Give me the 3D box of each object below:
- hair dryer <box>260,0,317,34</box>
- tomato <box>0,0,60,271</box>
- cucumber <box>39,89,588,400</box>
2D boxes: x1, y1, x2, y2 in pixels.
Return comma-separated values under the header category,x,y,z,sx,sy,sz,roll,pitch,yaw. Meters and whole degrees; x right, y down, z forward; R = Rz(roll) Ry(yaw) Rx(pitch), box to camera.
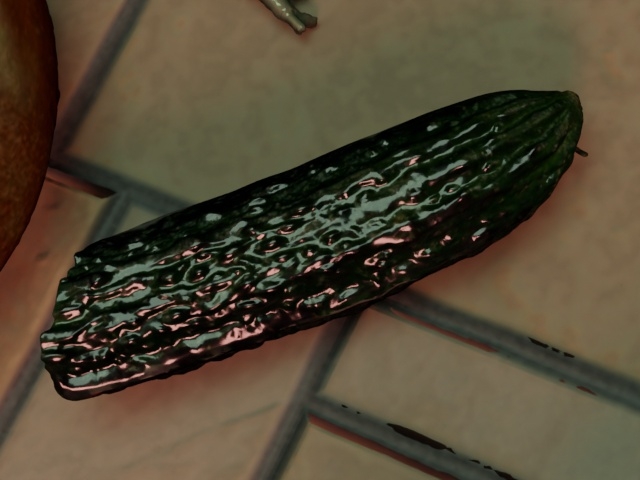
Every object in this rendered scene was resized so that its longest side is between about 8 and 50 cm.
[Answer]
category,x,y,z,sx,sy,sz,roll,pitch,yaw
hair dryer,-0.043,-0.211,0.965,0.206,0.075,0.237,-27,73,-4
tomato,-0.278,-0.076,0.863,0.304,0.239,0.303,-6,68,16
cucumber,0.001,0.001,0.857,0.265,0.077,0.077,-20,66,5
